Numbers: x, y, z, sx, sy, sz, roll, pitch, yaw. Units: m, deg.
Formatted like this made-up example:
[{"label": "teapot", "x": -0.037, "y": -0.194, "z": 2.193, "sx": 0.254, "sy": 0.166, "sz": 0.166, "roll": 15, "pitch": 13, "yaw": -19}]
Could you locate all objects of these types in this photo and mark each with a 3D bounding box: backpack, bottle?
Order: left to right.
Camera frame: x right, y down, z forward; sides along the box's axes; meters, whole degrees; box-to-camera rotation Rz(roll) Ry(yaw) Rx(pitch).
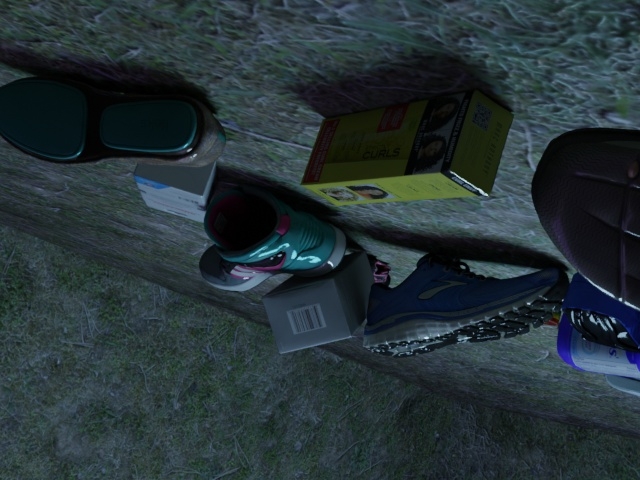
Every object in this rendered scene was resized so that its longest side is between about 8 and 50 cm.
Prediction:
[{"label": "backpack", "x": 0.379, "y": 0.084, "z": 1.196, "sx": 0.098, "sy": 0.101, "sz": 0.120, "roll": 4, "pitch": 158, "yaw": 41}, {"label": "bottle", "x": 0.473, "y": 0.141, "z": 1.282, "sx": 0.092, "sy": 0.118, "sz": 0.283, "roll": 25, "pitch": 166, "yaw": -31}]

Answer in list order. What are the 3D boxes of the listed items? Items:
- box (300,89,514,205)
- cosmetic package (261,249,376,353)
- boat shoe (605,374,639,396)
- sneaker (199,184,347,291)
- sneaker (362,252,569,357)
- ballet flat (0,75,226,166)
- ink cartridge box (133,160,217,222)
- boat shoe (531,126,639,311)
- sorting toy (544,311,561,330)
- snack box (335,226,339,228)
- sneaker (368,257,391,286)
[{"label": "box", "x": 0.077, "y": -0.086, "z": 0.885, "sx": 0.058, "sy": 0.087, "sz": 0.232, "roll": 27, "pitch": 165, "yaw": -32}, {"label": "cosmetic package", "x": 0.008, "y": 0.096, "z": 1.458, "sx": 0.127, "sy": 0.107, "sz": 0.238, "roll": -16, "pitch": -172, "yaw": 15}, {"label": "boat shoe", "x": 0.693, "y": 0.294, "z": 1.807, "sx": 0.226, "sy": 0.083, "sz": 0.076, "roll": 22, "pitch": -175, "yaw": 36}, {"label": "sneaker", "x": -0.125, "y": 0.001, "z": 1.385, "sx": 0.296, "sy": 0.123, "sz": 0.178, "roll": -12, "pitch": 148, "yaw": 40}, {"label": "sneaker", "x": 0.206, "y": 0.077, "z": 1.349, "sx": 0.330, "sy": 0.147, "sz": 0.130, "roll": -14, "pitch": 159, "yaw": 28}, {"label": "ballet flat", "x": -0.255, "y": -0.133, "z": 1.097, "sx": 0.316, "sy": 0.107, "sz": 0.106, "roll": 12, "pitch": -179, "yaw": 23}, {"label": "ink cartridge box", "x": -0.211, "y": -0.084, "z": 1.336, "sx": 0.104, "sy": 0.060, "sz": 0.180, "roll": 17, "pitch": 168, "yaw": -2}, {"label": "boat shoe", "x": 0.304, "y": -0.016, "z": 0.705, "sx": 0.355, "sy": 0.132, "sz": 0.130, "roll": 15, "pitch": -152, "yaw": -24}, {"label": "sorting toy", "x": 0.504, "y": 0.181, "z": 1.596, "sx": 0.275, "sy": 0.046, "sz": 0.132, "roll": 15, "pitch": 168, "yaw": 6}, {"label": "snack box", "x": 0.000, "y": 0.000, "z": 1.520, "sx": 0.064, "sy": 0.022, "sz": 0.178, "roll": 18, "pitch": 168, "yaw": 5}, {"label": "sneaker", "x": 0.105, "y": 0.060, "z": 1.612, "sx": 0.057, "sy": 0.047, "sz": 0.119, "roll": -4, "pitch": 160, "yaw": 30}]
